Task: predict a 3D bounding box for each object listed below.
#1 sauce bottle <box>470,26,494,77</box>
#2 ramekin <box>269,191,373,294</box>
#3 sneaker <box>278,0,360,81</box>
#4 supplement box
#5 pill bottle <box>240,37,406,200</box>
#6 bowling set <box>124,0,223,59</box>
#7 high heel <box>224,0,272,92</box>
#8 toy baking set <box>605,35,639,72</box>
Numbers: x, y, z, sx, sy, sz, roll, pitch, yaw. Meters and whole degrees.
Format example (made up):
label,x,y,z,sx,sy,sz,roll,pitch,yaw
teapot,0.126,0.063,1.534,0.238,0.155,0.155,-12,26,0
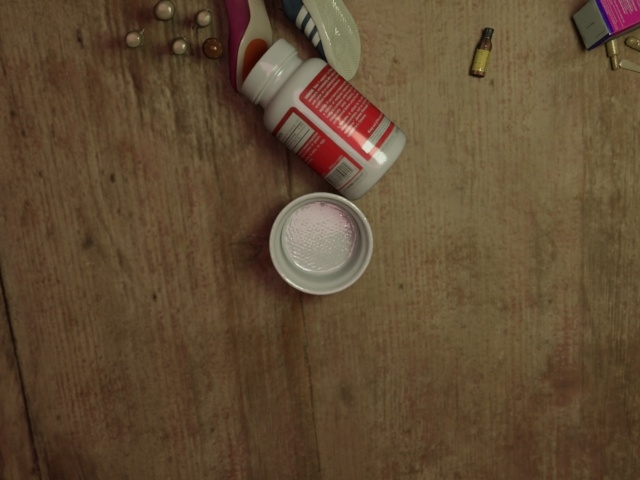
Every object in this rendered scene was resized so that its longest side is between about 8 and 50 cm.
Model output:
label,x,y,z,sx,sy,sz,roll,pitch,yaw
sauce bottle,0.447,-0.515,1.424,0.042,0.042,0.128,14,97,-5
ramekin,0.000,0.000,1.436,0.276,0.135,0.278,0,100,-1
sneaker,-0.016,-0.570,1.342,0.131,0.148,0.350,-51,132,-25
supplement box,0.807,-0.609,1.362,0.219,0.111,0.114,-23,89,-2
pill bottle,0.004,-0.312,1.340,0.407,0.229,0.229,40,95,-8
bowling set,-0.353,-0.543,1.347,0.287,0.154,0.200,-42,117,3
high heel,-0.219,-0.592,1.371,0.181,0.127,0.378,24,107,28
toy baking set,0.888,-0.558,1.443,0.196,0.030,0.257,-12,100,-1
